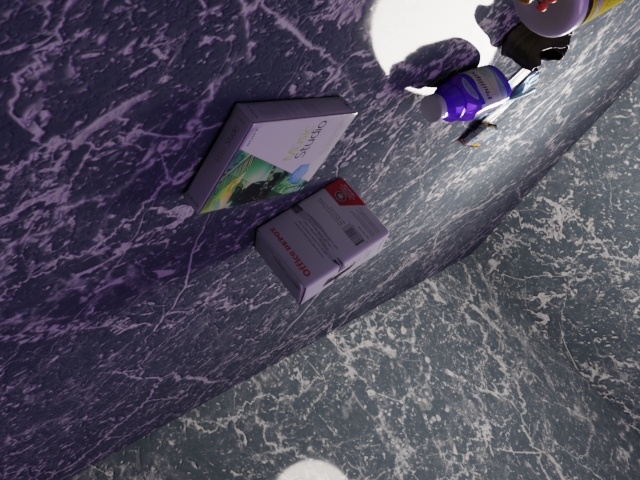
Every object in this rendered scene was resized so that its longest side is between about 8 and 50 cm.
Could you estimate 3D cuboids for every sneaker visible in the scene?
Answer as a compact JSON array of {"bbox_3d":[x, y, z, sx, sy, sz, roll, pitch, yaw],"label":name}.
[{"bbox_3d":[0.602,-0.531,1.804,0.286,0.130,0.109,-39,161,-7],"label":"sneaker"}]

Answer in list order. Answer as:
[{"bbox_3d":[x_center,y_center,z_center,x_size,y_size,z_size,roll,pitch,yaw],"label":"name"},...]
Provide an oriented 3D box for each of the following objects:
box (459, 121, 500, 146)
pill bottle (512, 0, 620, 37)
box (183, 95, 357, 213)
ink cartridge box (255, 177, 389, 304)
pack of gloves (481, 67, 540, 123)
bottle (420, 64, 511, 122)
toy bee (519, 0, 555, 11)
[{"bbox_3d":[0.508,-0.336,2.239,0.094,0.027,0.137,-37,166,28],"label":"box"},{"bbox_3d":[0.592,-0.591,1.533,0.334,0.188,0.188,-32,161,-22],"label":"pill bottle"},{"bbox_3d":[-0.091,-0.171,1.370,0.322,0.058,0.232,-17,152,-50],"label":"box"},{"bbox_3d":[0.000,0.000,1.749,0.272,0.197,0.114,-32,161,-24],"label":"ink cartridge box"},{"bbox_3d":[0.588,-0.438,2.148,0.232,0.046,0.195,-45,163,14],"label":"pack of gloves"},{"bbox_3d":[0.358,-0.357,1.745,0.282,0.118,0.092,-25,167,-39],"label":"bottle"},{"bbox_3d":[0.389,-0.523,1.328,0.195,0.162,0.298,-49,161,21],"label":"toy bee"}]
